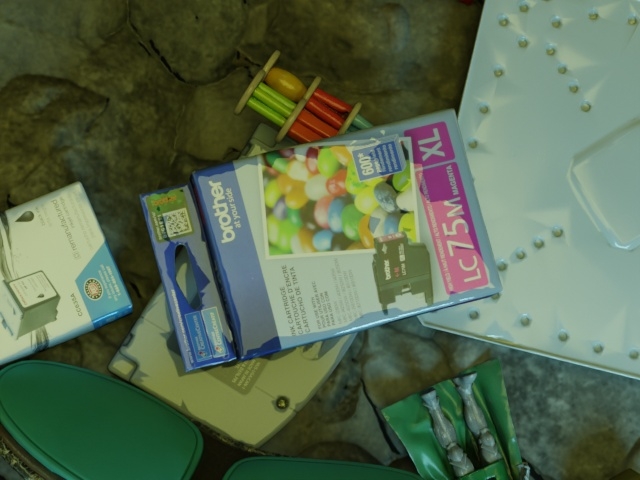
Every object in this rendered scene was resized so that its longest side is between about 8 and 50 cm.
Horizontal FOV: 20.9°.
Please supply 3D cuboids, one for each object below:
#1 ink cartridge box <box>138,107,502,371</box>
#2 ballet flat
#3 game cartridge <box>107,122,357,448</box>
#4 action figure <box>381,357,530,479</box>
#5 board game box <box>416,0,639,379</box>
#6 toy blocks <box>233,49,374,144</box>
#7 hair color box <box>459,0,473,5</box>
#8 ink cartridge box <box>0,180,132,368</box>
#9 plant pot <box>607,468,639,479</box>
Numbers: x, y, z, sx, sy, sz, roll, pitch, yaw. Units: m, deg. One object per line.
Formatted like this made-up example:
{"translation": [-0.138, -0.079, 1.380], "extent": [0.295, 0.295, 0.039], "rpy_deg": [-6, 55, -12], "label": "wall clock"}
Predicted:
{"translation": [0.000, 0.000, 1.648], "extent": [0.311, 0.065, 0.186], "rpy_deg": [-14, 86, -7], "label": "ink cartridge box"}
{"translation": [-0.108, 0.262, 1.660], "extent": [0.483, 0.182, 0.164], "rpy_deg": [14, 38, 15], "label": "ballet flat"}
{"translation": [-0.055, 0.055, 1.759], "extent": [0.198, 0.062, 0.297], "rpy_deg": [33, 81, -7], "label": "game cartridge"}
{"translation": [0.169, 0.251, 1.764], "extent": [0.137, 0.063, 0.232], "rpy_deg": [-23, 91, -12], "label": "action figure"}
{"translation": [0.321, -0.055, 1.815], "extent": [0.390, 0.050, 0.390], "rpy_deg": [14, 82, -5], "label": "board game box"}
{"translation": [-0.004, -0.121, 1.752], "extent": [0.148, 0.123, 0.054], "rpy_deg": [32, 116, -2], "label": "toy blocks"}
{"translation": [0.111, -0.310, 1.820], "extent": [0.141, 0.043, 0.072], "rpy_deg": [24, 83, -3], "label": "hair color box"}
{"translation": [-0.298, 0.043, 1.717], "extent": [0.190, 0.082, 0.139], "rpy_deg": [-23, 87, -10], "label": "ink cartridge box"}
{"translation": [0.311, 0.285, 1.763], "extent": [0.081, 0.083, 0.081], "rpy_deg": [-27, 88, -9], "label": "plant pot"}
